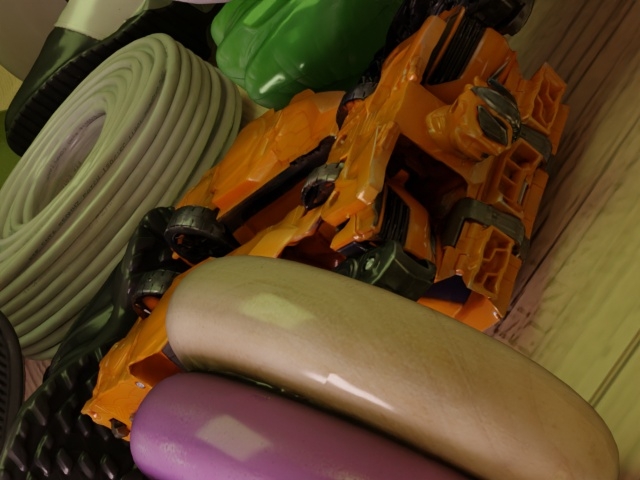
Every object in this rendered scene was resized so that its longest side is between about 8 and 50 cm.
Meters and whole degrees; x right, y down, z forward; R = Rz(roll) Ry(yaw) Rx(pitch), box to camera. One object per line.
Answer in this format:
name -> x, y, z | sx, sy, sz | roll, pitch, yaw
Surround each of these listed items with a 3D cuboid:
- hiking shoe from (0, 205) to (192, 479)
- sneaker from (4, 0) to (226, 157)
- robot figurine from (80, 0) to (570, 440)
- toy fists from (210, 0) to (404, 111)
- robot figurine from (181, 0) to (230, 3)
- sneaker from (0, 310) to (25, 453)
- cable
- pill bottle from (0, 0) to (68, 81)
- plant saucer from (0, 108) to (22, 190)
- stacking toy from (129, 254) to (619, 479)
hiking shoe -> -0.116, 0.094, 0.773 | 0.227, 0.086, 0.114 | -63, 6, -34
sneaker -> -0.157, -0.209, 1.198 | 0.330, 0.122, 0.146 | -45, 54, 8
robot figurine -> 0.000, 0.000, 0.617 | 0.291, 0.085, 0.211 | -28, 34, 54
toy fists -> 0.017, -0.167, 0.831 | 0.142, 0.096, 0.279 | -29, 29, 27
robot figurine -> 0.019, -0.207, 0.557 | 0.353, 0.200, 0.300 | -12, 14, -9
sneaker -> -0.238, 0.186, 0.828 | 0.178, 0.123, 0.296 | 132, 149, -76
cable -> -0.164, -0.032, 1.018 | 0.257, 0.089, 0.257 | -57, 24, -11
pill bottle -> -0.249, -0.283, 1.432 | 0.229, 0.229, 0.408 | -54, 19, 4
plant saucer -> -0.300, -0.059, 1.316 | 0.241, 0.037, 0.241 | -9, 30, 5
stacking toy -> -0.041, 0.175, 0.378 | 0.141, 0.141, 0.330 | -6, 56, 65
